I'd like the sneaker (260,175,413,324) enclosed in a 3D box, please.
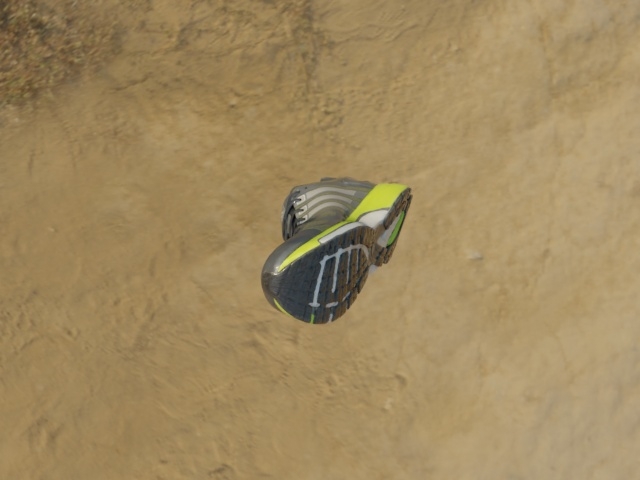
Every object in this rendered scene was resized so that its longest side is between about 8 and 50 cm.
[{"bbox_3d":[0.000,0.000,0.966,0.300,0.121,0.111,-35,139,-62],"label":"sneaker"}]
